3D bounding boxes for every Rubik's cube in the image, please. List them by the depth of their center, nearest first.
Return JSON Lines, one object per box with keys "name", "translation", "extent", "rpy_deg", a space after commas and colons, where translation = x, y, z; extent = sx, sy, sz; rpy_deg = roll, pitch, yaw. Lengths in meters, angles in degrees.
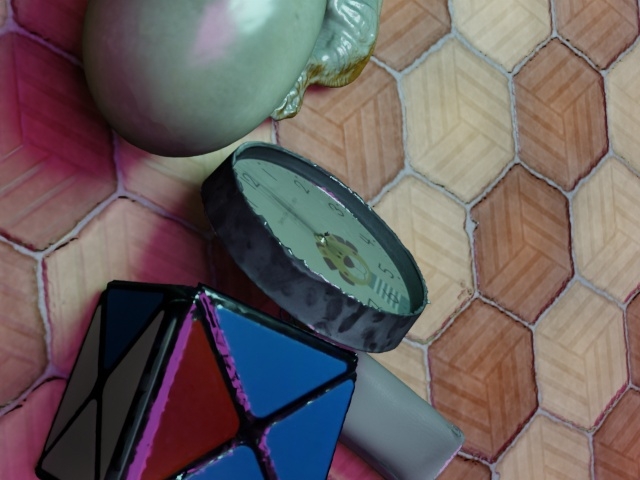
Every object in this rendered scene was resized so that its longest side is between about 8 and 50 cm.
{"name": "Rubik's cube", "translation": [-0.140, 0.196, 1.112], "extent": [0.248, 0.250, 0.246], "rpy_deg": [26, 75, -28]}

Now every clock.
{"name": "clock", "translation": [0.000, 0.002, 1.198], "extent": [0.312, 0.312, 0.061], "rpy_deg": [28, 115, -30]}

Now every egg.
{"name": "egg", "translation": [-0.128, -0.258, 1.125], "extent": [0.258, 0.258, 0.352], "rpy_deg": [34, 65, -28]}

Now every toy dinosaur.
{"name": "toy dinosaur", "translation": [0.033, -0.327, 1.335], "extent": [0.393, 0.092, 0.205], "rpy_deg": [-38, 109, -30]}

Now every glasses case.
{"name": "glasses case", "translation": [0.058, 0.230, 1.344], "extent": [0.308, 0.083, 0.128], "rpy_deg": [41, 73, -26]}

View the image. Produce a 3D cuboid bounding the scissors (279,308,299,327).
{"name": "scissors", "translation": [-0.032, 0.124, 1.330], "extent": [0.036, 0.006, 0.083], "rpy_deg": [-21, 100, -34]}
